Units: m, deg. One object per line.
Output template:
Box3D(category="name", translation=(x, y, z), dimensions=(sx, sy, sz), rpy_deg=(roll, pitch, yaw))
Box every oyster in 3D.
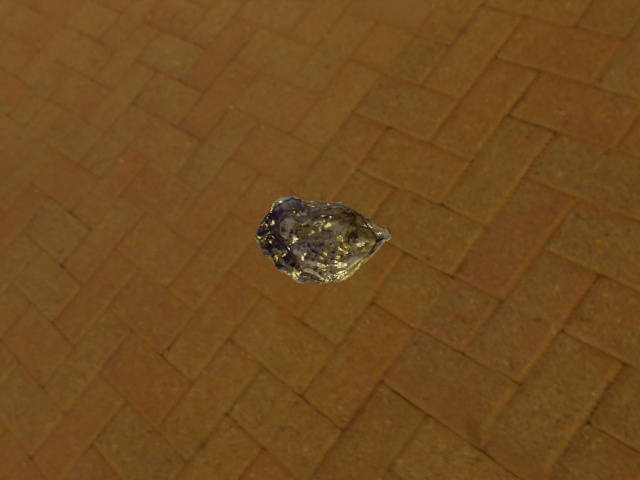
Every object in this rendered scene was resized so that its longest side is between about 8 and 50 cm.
Box3D(category="oyster", translation=(0.000, 0.000, 1.104), dimensions=(0.064, 0.177, 0.125), rpy_deg=(-69, 2, -70))
